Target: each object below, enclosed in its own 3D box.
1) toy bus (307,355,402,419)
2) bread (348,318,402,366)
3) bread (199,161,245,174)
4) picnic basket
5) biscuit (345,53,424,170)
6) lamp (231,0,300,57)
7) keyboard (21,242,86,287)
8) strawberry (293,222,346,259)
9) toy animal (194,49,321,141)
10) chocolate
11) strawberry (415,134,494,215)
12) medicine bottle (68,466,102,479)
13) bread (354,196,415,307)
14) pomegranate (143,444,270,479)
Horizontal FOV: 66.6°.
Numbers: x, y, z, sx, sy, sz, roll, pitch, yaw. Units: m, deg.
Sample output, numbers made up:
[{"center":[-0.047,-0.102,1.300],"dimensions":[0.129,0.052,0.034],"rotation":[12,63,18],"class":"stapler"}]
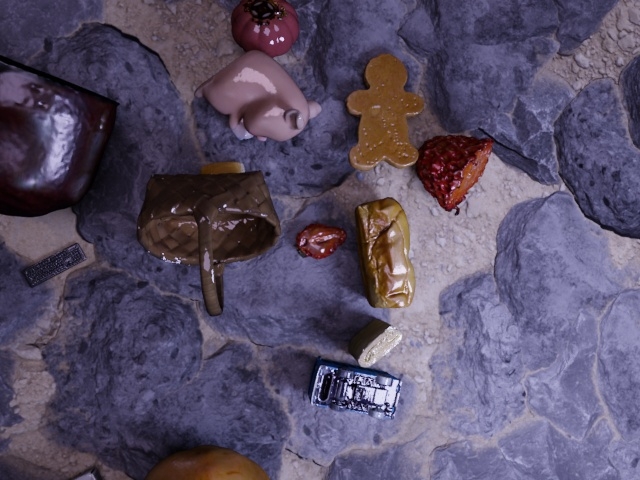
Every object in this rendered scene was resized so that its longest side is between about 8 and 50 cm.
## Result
[{"center":[0.082,0.392,1.302],"dimensions":[0.234,0.133,0.116],"rotation":[15,87,-13],"class":"toy bus"},{"center":[0.139,0.266,1.290],"dimensions":[0.139,0.178,0.060],"rotation":[-38,91,-7],"class":"bread"},{"center":[-0.259,-0.153,1.281],"dimensions":[0.125,0.082,0.106],"rotation":[-4,97,-6],"class":"bread"},{"center":[-0.257,0.018,1.152],"dimensions":[0.337,0.293,0.337],"rotation":[3,61,-5],"class":"picnic basket"},{"center":[0.178,-0.355,1.353],"dimensions":[0.216,0.047,0.339],"rotation":[-1,79,-3],"class":"biscuit"},{"center":[-0.145,-0.559,1.282],"dimensions":[0.182,0.140,0.182],"rotation":[2,71,-5],"class":"lamp"},{"center":[-0.682,0.063,1.250],"dimensions":[0.155,0.010,0.053],"rotation":[-30,93,-8],"class":"keyboard"},{"center":[0.000,0.000,1.338],"dimensions":[0.152,0.048,0.104],"rotation":[-18,96,-5],"class":"strawberry"},{"center":[-0.160,-0.353,1.246],"dimensions":[0.213,0.195,0.256],"rotation":[-38,103,26],"class":"toy animal"},{"center":[-0.682,-0.230,1.109],"dimensions":[0.384,0.383,0.331],"rotation":[21,100,-8],"class":"chocolate"},{"center":[0.356,-0.206,1.352],"dimensions":[0.178,0.234,0.234],"rotation":[36,84,23],"class":"strawberry"},{"center":[-0.632,0.696,1.232],"dimensions":[0.201,0.052,0.171],"rotation":[-24,93,-10],"class":"medicine bottle"},{"center":[0.169,0.035,1.302],"dimensions":[0.132,0.167,0.294],"rotation":[-11,91,-9],"class":"bread"},{"center":[-0.275,0.706,1.135],"dimensions":[0.411,0.411,0.411],"rotation":[0,89,-9],"class":"pomegranate"}]
